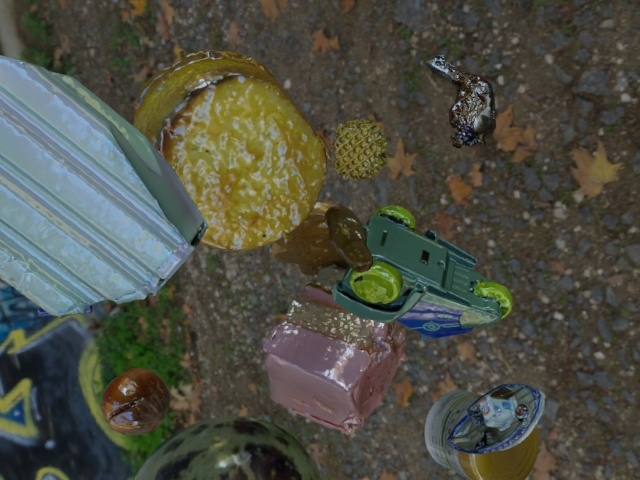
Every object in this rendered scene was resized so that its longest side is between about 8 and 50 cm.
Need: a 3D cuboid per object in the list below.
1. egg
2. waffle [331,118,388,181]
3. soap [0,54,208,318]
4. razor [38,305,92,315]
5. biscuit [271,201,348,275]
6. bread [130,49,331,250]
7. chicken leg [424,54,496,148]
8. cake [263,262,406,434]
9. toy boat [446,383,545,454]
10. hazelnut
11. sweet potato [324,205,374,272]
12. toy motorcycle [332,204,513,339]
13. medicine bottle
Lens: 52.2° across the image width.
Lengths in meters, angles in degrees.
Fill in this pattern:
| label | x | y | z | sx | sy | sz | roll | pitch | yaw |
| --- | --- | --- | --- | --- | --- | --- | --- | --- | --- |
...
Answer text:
| label | x | y | z | sx | sy | sz | roll | pitch | yaw |
| --- | --- | --- | --- | --- | --- | --- | --- | --- | --- |
| egg | -0.197 | 0.532 | 1.314 | 0.428 | 0.345 | 0.344 | -17 | 88 | 26 |
| waffle | 0.117 | -0.278 | 2.012 | 0.197 | 0.070 | 0.192 | 4 | 100 | 34 |
| soap | -0.384 | -0.087 | 0.900 | 0.446 | 0.261 | 0.156 | 39 | -174 | -10 |
| razor | -0.499 | 0.017 | 1.306 | 0.324 | 0.093 | 0.056 | -108 | 23 | -47 |
| biscuit | 0.000 | -0.002 | 1.609 | 0.355 | 0.275 | 0.052 | 55 | -149 | -58 |
| bread | -0.184 | -0.166 | 1.273 | 0.215 | 0.399 | 0.397 | -144 | 45 | -63 |
| chicken leg | 0.269 | -0.268 | 1.223 | 0.051 | 0.106 | 0.253 | 68 | -172 | -51 |
| cake | 0.045 | 0.278 | 1.653 | 0.293 | 0.306 | 0.314 | 22 | 145 | 25 |
| toy boat | 0.353 | 0.373 | 1.359 | 0.262 | 0.115 | 0.114 | 121 | 150 | -44 |
| hazelnut | -0.487 | 0.433 | 1.715 | 0.182 | 0.182 | 0.182 | 34 | 132 | 49 |
| sweet potato | 0.048 | -0.004 | 1.083 | 0.274 | 0.067 | 0.067 | -117 | 22 | -65 |
| toy motorcycle | 0.194 | 0.097 | 1.277 | 0.327 | 0.191 | 0.200 | 27 | 135 | -5 |
| medicine bottle | 0.451 | 0.558 | 1.852 | 0.232 | 0.238 | 0.237 | -4 | 100 | 64 |
